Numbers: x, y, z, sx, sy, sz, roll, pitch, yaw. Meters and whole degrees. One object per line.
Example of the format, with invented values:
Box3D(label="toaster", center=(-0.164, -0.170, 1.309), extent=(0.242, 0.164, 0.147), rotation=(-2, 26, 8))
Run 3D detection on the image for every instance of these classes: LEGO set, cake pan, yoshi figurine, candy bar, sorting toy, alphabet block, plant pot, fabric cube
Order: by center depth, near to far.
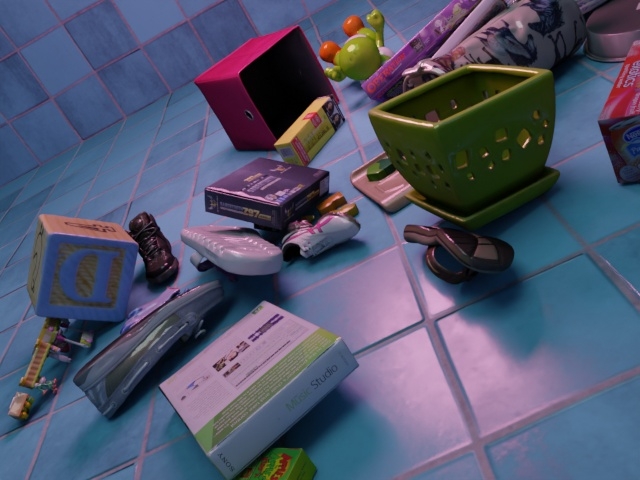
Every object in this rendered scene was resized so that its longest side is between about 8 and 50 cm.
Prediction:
Box3D(label="plant pot", center=(0.245, -0.153, 1.167), extent=(0.227, 0.207, 0.228), rotation=(-27, 26, -14))
Box3D(label="sorting toy", center=(0.139, -0.131, 1.449), extent=(0.307, 0.041, 0.229), rotation=(-33, 26, -4))
Box3D(label="cake pan", center=(0.685, -0.467, 1.453), extent=(0.293, 0.054, 0.293), rotation=(-24, 28, 14))
Box3D(label="candy bar", center=(-0.067, 0.001, 1.460), extent=(0.040, 0.018, 0.161), rotation=(-2, 37, 44))
Box3D(label="LEGO set", center=(-0.554, 0.251, 1.482), extent=(0.132, 0.107, 0.287), rotation=(-58, 20, 27))
Box3D(label="alphabet block", center=(-0.536, 0.060, 1.579), extent=(0.197, 0.193, 0.192), rotation=(25, 103, 60))
Box3D(label="yoshi figurine", center=(0.101, -0.513, 1.918), extent=(0.203, 0.203, 0.362), rotation=(-11, 32, -14))
Box3D(label="fabric cube", center=(-0.157, -0.431, 2.033), extent=(0.259, 0.254, 0.258), rotation=(-45, 30, -25))

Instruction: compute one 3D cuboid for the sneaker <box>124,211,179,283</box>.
Box3D(label="sneaker", center=(-0.403, 0.016, 1.660), extent=(0.087, 0.130, 0.227), rotation=(-33, 29, -1))

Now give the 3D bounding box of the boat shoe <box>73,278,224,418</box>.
Box3D(label="boat shoe", center=(-0.299, 0.188, 1.308), extent=(0.320, 0.103, 0.118), rotation=(-40, 8, -29))

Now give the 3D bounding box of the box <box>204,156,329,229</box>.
Box3D(label="box", center=(-0.109, -0.107, 1.506), extent=(0.183, 0.059, 0.233), rotation=(13, 27, 23))

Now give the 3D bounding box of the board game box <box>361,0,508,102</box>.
Box3D(label="board game box", center=(0.269, -0.442, 1.618), extent=(0.347, 0.056, 0.208), rotation=(-39, -10, 23))

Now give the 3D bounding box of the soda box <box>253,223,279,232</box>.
Box3D(label="soda box", center=(-0.122, -0.079, 1.589), extent=(0.060, 0.053, 0.169), rotation=(9, 24, -13))

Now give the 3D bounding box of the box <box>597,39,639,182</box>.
Box3D(label="box", center=(0.536, -0.214, 1.090), extent=(0.128, 0.122, 0.257), rotation=(-3, 37, 41))

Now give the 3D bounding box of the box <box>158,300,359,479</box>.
Box3D(label="box", center=(-0.106, 0.205, 1.054), extent=(0.232, 0.058, 0.322), rotation=(-39, 17, -15))

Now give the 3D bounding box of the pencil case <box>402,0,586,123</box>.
Box3D(label="pencil case", center=(0.357, -0.376, 1.454), extent=(0.410, 0.183, 0.160), rotation=(-36, 11, -20))

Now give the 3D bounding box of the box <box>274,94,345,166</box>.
Box3D(label="box", center=(-0.025, -0.282, 1.830), extent=(0.058, 0.087, 0.232), rotation=(-5, 36, 41))

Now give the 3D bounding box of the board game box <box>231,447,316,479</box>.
Box3D(label="board game box", center=(-0.084, 0.341, 0.863), extent=(0.092, 0.043, 0.181), rotation=(-10, 33, 35))

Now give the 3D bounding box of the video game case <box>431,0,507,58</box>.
Box3D(label="video game case", center=(0.331, -0.433, 1.576), extent=(0.227, 0.026, 0.206), rotation=(-48, -17, 19))

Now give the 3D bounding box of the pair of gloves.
Box3D(label="pair of gloves", center=(-0.337, 0.152, 1.473), extent=(0.198, 0.023, 0.159), rotation=(4, 43, 48))

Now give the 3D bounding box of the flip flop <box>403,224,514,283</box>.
Box3D(label="flip flop", center=(0.199, 0.023, 1.074), extent=(0.112, 0.080, 0.277), rotation=(10, 4, -17))

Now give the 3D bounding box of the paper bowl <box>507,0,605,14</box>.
Box3D(label="paper bowl", center=(0.574, -0.611, 1.655), extent=(0.284, 0.148, 0.284), rotation=(-29, 14, 8))

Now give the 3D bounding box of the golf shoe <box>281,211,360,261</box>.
Box3D(label="golf shoe", center=(0.000, 0.000, 1.350), extent=(0.186, 0.067, 0.086), rotation=(-14, 46, 43))

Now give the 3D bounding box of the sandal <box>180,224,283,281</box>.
Box3D(label="sandal", center=(-0.192, 0.035, 1.420), extent=(0.169, 0.102, 0.416), rotation=(3, 7, -17))
